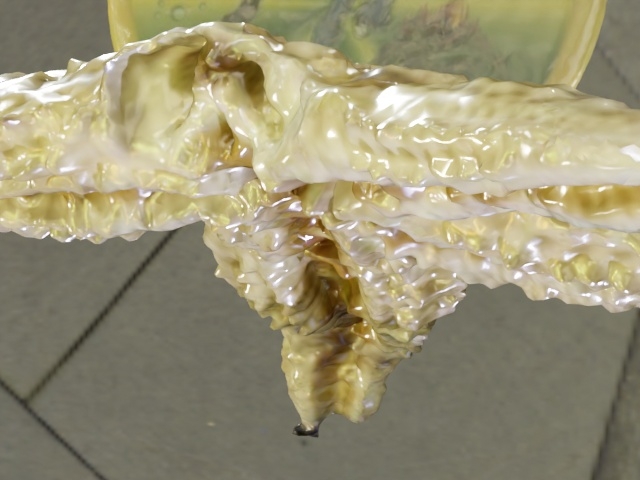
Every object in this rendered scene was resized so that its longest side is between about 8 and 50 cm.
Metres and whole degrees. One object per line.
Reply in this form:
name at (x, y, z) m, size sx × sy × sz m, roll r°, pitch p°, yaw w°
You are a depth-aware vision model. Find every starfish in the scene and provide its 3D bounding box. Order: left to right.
starfish at (0.000, 0.000, 0.518) m, size 0.324 × 0.432 × 0.082 m, roll 27°, pitch 68°, yaw -48°

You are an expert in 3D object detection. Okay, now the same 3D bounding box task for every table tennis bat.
table tennis bat at (0.043, -0.152, 0.650) m, size 0.198 × 0.050 × 0.321 m, roll 32°, pitch 92°, yaw 6°
